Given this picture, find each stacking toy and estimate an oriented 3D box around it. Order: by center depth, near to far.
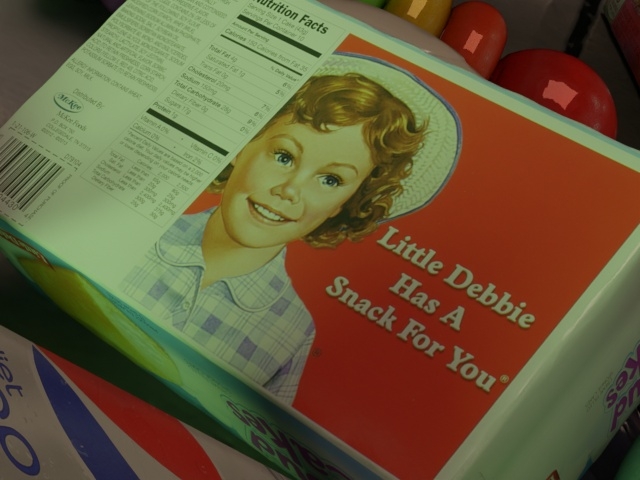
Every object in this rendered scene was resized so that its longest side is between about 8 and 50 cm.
[{"bbox_3d":[0.016,-0.122,0.881,0.330,0.141,0.141,32,36,-6],"label":"stacking toy"}]

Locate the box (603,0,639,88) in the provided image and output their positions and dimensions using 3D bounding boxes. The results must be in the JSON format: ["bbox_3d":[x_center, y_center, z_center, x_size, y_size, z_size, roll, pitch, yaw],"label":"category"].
[{"bbox_3d":[0.317,-0.105,1.018,0.154,0.142,0.300,13,38,-21],"label":"box"}]

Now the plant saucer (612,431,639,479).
[{"bbox_3d":[0.251,0.065,0.525,0.317,0.044,0.317,-9,10,2],"label":"plant saucer"}]

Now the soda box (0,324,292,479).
[{"bbox_3d":[-0.079,0.099,0.444,0.286,0.098,0.091,37,20,-48],"label":"soda box"}]

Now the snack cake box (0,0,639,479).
[{"bbox_3d":[0.000,0.000,0.620,0.264,0.089,0.152,31,70,34],"label":"snack cake box"}]

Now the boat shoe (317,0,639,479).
[{"bbox_3d":[0.040,0.016,0.707,0.340,0.127,0.158,41,37,19],"label":"boat shoe"}]
